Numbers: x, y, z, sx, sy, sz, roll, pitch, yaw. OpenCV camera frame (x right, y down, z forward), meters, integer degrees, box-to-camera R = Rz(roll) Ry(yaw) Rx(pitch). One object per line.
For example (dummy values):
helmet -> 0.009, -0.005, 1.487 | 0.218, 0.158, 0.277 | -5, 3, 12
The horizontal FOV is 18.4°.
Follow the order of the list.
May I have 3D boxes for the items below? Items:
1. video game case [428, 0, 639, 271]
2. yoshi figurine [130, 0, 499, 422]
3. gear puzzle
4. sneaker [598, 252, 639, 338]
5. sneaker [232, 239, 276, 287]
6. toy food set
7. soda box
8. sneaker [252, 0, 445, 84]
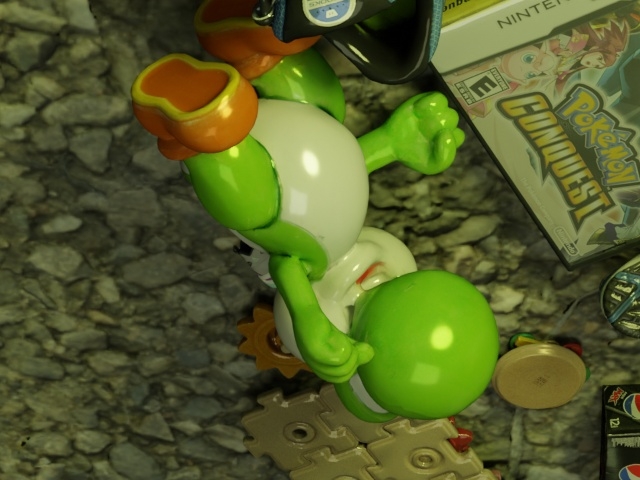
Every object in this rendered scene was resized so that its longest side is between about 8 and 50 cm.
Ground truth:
video game case -> 0.236, -0.110, 1.436 | 0.248, 0.035, 0.275 | -22, 130, 20
yoshi figurine -> 0.025, -0.003, 1.411 | 0.203, 0.203, 0.362 | -24, 125, 6
gear puzzle -> 0.029, 0.160, 1.707 | 0.175, 0.044, 0.339 | -22, 128, 23
sneaker -> 0.313, 0.015, 1.541 | 0.211, 0.081, 0.080 | -14, 96, -5
sneaker -> -0.026, -0.004, 1.542 | 0.098, 0.038, 0.069 | -31, 127, 27
toy food set -> 0.186, 0.112, 1.667 | 0.083, 0.020, 0.083 | 16, 133, -14
soda box -> 0.272, 0.199, 1.724 | 0.053, 0.060, 0.169 | -2, 135, 4
sneaker -> 0.004, -0.211, 1.217 | 0.129, 0.147, 0.330 | -16, 145, 23
